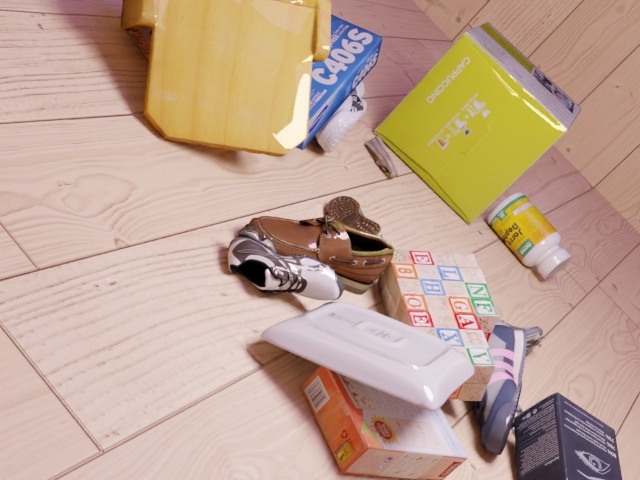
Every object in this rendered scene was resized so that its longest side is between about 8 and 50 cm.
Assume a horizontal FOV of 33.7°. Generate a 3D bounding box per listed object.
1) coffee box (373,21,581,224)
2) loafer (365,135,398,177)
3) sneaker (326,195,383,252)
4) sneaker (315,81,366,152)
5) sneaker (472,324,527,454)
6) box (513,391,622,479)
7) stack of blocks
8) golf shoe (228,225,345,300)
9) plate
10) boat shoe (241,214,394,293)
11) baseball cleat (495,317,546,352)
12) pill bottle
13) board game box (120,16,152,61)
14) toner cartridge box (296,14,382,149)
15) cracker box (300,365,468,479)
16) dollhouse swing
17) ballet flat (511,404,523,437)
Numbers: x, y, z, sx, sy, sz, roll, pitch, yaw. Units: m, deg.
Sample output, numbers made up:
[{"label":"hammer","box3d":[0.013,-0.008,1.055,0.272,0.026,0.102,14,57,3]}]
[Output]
[{"label":"coffee box","box3d":[0.395,-0.301,2.637,0.338,0.337,0.334,45,24,2]},{"label":"loafer","box3d":[0.141,-0.188,2.439,0.045,0.039,0.125,67,-1,-54]},{"label":"sneaker","box3d":[0.069,-0.012,2.007,0.192,0.064,0.086,47,-22,58]},{"label":"sneaker","box3d":[-0.018,-0.324,2.297,0.210,0.137,0.366,37,20,-11]},{"label":"sneaker","box3d":[0.289,0.257,1.882,0.131,0.112,0.319,14,29,6]},{"label":"box","box3d":[0.419,0.388,1.781,0.153,0.108,0.207,34,37,-21]},{"label":"stack of blocks","box3d":[0.216,0.143,1.854,0.171,0.087,0.297,4,37,-13]},{"label":"golf shoe","box3d":[-0.059,0.060,1.667,0.198,0.077,0.094,24,38,-6]},{"label":"plate","box3d":[0.084,0.156,1.595,0.278,0.045,0.277,21,12,17]},{"label":"boat shoe","box3d":[0.000,0.000,1.815,0.307,0.104,0.110,17,35,-45]},{"label":"baseball cleat","box3d":[0.386,0.184,2.155,0.109,0.072,0.206,46,19,22]},{"label":"pill bottle","box3d":[0.521,-0.009,2.626,0.208,0.117,0.117,52,25,18]},{"label":"board game box","box3d":[-0.280,-0.343,2.039,0.124,0.039,0.259,5,42,-55]},{"label":"toner cartridge box","box3d":[-0.022,-0.334,2.145,0.165,0.075,0.348,25,47,13]},{"label":"cracker box","box3d":[0.096,0.270,1.566,0.232,0.067,0.155,16,34,-43]},{"label":"dollhouse swing","box3d":[-0.190,-0.326,1.965,0.347,0.305,0.315,7,4,-21]},{"label":"ballet flat","box3d":[0.355,0.331,1.904,0.041,0.041,0.114,19,33,-43]}]
